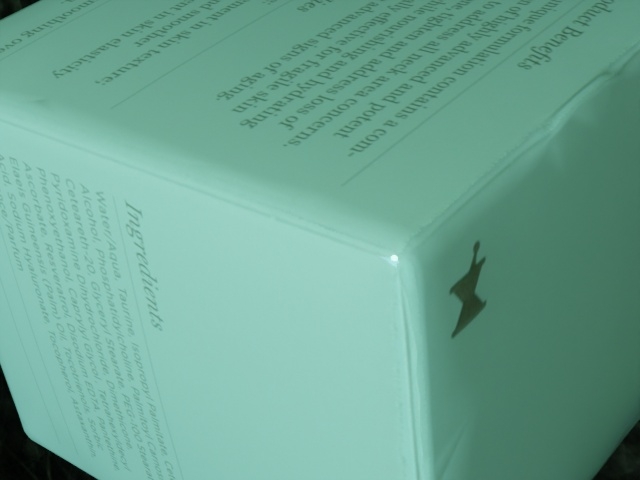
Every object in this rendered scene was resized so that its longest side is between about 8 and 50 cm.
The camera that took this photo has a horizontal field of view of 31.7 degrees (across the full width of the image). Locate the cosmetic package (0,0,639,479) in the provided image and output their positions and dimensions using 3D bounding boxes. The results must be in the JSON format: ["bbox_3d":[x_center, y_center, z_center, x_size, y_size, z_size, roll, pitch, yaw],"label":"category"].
[{"bbox_3d":[0.000,0.000,0.772,0.394,0.329,0.327,21,133,34],"label":"cosmetic package"}]
